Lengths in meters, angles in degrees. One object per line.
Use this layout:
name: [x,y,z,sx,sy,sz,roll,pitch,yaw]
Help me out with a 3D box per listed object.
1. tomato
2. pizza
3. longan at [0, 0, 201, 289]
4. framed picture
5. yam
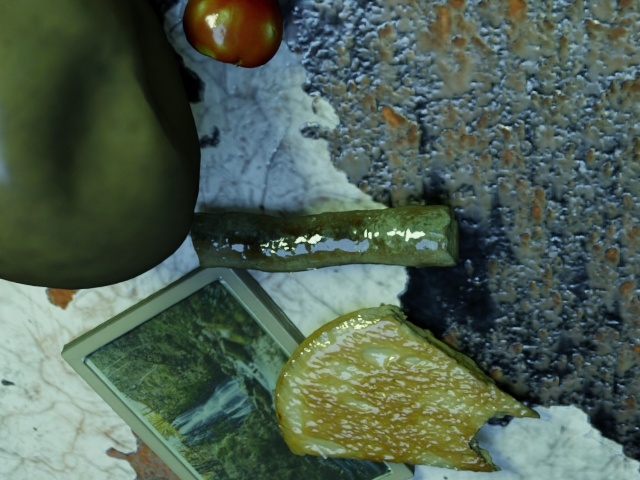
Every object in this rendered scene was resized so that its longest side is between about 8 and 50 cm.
tomato: [-0.071,-0.185,1.047,0.087,0.087,0.075,16,106,1]
pizza: [0.087,0.153,1.253,0.262,0.034,0.181,12,115,-2]
longan: [-0.245,-0.108,1.022,0.288,0.288,0.350,-22,119,24]
framed picture: [-0.086,0.179,1.326,0.240,0.020,0.324,-28,113,27]
yam: [0.000,0.000,1.166,0.252,0.061,0.061,-1,122,14]
